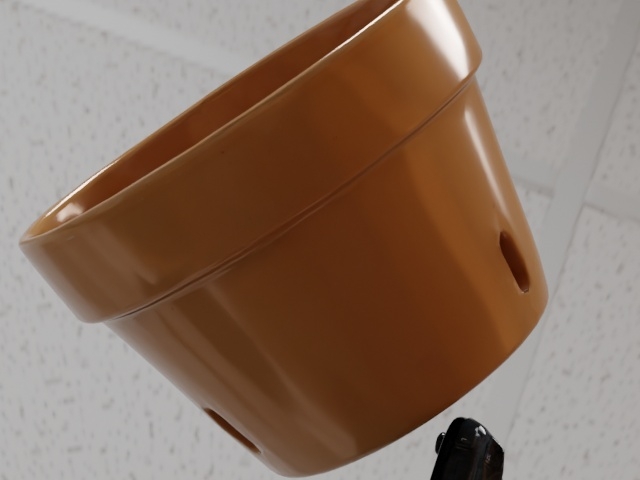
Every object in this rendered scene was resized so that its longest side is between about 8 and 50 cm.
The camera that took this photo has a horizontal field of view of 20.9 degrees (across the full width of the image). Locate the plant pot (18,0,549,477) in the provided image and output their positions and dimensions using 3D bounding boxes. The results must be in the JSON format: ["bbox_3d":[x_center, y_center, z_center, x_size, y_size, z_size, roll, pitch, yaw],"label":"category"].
[{"bbox_3d":[0.000,0.000,1.024,0.291,0.291,0.203,-38,-79,-21],"label":"plant pot"}]

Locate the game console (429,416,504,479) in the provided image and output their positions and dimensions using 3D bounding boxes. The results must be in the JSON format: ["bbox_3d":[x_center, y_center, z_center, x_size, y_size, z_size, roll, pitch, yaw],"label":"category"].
[{"bbox_3d":[0.035,0.274,0.921,0.044,0.213,0.361,15,-115,12],"label":"game console"}]
